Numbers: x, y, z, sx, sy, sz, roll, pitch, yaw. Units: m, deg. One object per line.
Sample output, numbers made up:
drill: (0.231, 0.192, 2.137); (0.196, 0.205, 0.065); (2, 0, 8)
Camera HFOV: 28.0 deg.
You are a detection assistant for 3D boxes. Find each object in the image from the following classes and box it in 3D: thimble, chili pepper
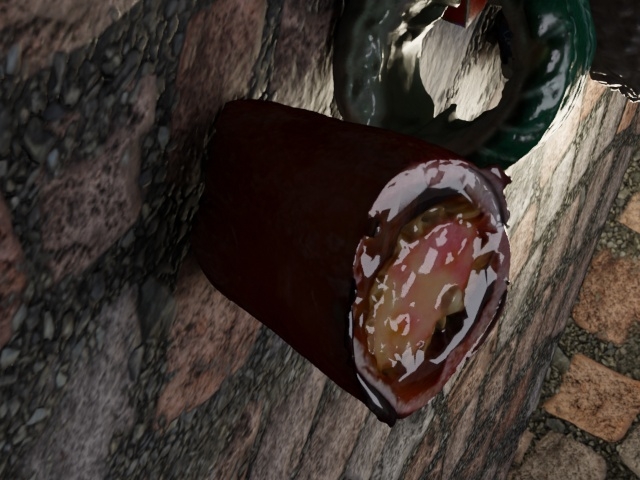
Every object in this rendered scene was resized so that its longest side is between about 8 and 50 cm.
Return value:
thimble: (0.149, -0.189, 1.371); (0.167, 0.254, 0.288); (-26, 142, -61)
chili pepper: (0.000, 0.000, 1.204); (0.229, 0.305, 0.251); (-49, 142, -23)

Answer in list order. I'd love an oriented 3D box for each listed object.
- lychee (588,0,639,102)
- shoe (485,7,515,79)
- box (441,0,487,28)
lychee: (0.539, -0.381, 1.892); (0.380, 0.432, 0.380); (-59, 170, -16)
shoe: (0.289, -0.307, 1.873); (0.099, 0.125, 0.227); (-32, -172, 5)
box: (0.208, -0.365, 1.630); (0.175, 0.048, 0.112); (-53, 157, -33)
